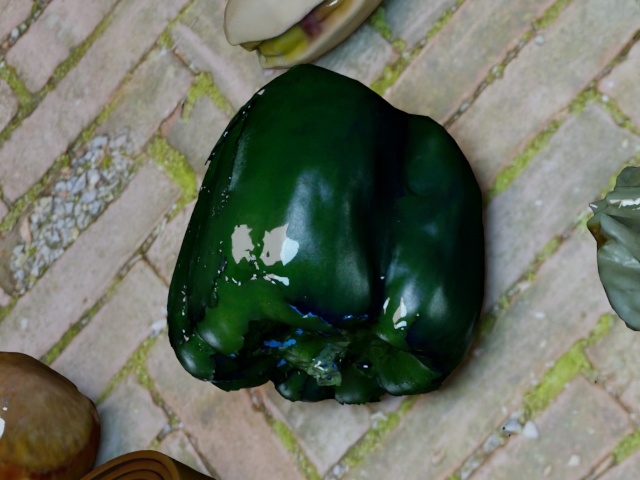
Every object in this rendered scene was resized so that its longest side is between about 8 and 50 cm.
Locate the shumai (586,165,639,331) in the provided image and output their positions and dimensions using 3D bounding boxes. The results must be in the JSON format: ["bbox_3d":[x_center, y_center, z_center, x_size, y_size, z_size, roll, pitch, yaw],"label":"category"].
[{"bbox_3d":[0.299,0.035,1.191,0.222,0.225,0.261,-41,17,31],"label":"shumai"}]

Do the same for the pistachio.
[{"bbox_3d":[-0.004,-0.245,1.551,0.200,0.117,0.145,-48,38,31],"label":"pistachio"}]

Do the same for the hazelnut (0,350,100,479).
[{"bbox_3d":[-0.289,0.191,1.597,0.182,0.182,0.182,-11,70,33],"label":"hazelnut"}]

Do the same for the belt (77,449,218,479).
[{"bbox_3d":[-0.175,0.299,1.492,0.261,0.105,0.184,-41,39,21],"label":"belt"}]

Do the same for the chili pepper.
[{"bbox_3d":[0.000,0.000,1.402,0.233,0.248,0.257,-15,57,45],"label":"chili pepper"}]
